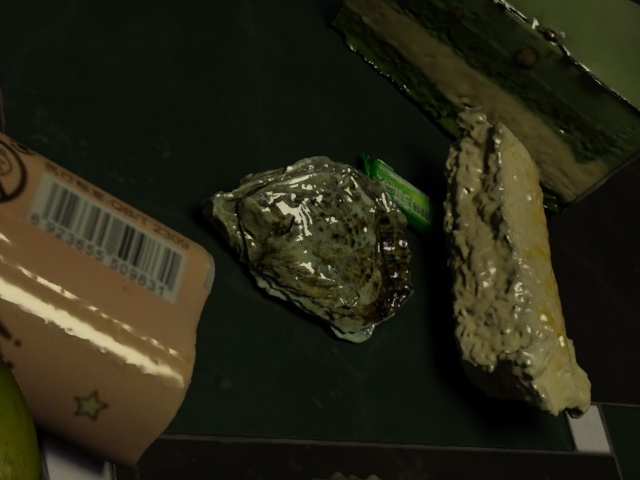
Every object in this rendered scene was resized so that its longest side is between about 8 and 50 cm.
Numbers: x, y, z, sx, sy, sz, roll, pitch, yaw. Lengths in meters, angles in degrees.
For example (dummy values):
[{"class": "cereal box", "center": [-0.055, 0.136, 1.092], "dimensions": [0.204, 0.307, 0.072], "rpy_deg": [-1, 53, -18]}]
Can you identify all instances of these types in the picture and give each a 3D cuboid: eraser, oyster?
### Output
[{"class": "eraser", "center": [-0.209, 0.001, 0.836], "dimensions": [0.290, 0.087, 0.171], "rpy_deg": [31, 44, -24]}, {"class": "oyster", "center": [0.000, 0.000, 1.045], "dimensions": [0.177, 0.064, 0.125], "rpy_deg": [49, 56, -20]}]

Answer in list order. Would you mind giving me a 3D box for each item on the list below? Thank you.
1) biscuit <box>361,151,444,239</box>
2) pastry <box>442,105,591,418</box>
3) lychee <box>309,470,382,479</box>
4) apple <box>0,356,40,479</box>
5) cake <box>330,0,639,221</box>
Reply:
[{"class": "biscuit", "center": [0.066, -0.036, 1.156], "dimensions": [0.089, 0.016, 0.046], "rpy_deg": [34, 44, -21]}, {"class": "pastry", "center": [0.155, 0.028, 1.133], "dimensions": [0.121, 0.089, 0.258], "rpy_deg": [24, 52, -45]}, {"class": "lychee", "center": [0.003, 0.237, 0.740], "dimensions": [0.255, 0.255, 0.274], "rpy_deg": [45, 38, -9]}, {"class": "apple", "center": [-0.227, 0.122, 0.667], "dimensions": [0.157, 0.196, 0.196], "rpy_deg": [44, 35, -51]}, {"class": "cake", "center": [0.165, -0.186, 1.249], "dimensions": [0.283, 0.158, 0.172], "rpy_deg": [36, 44, -14]}]
